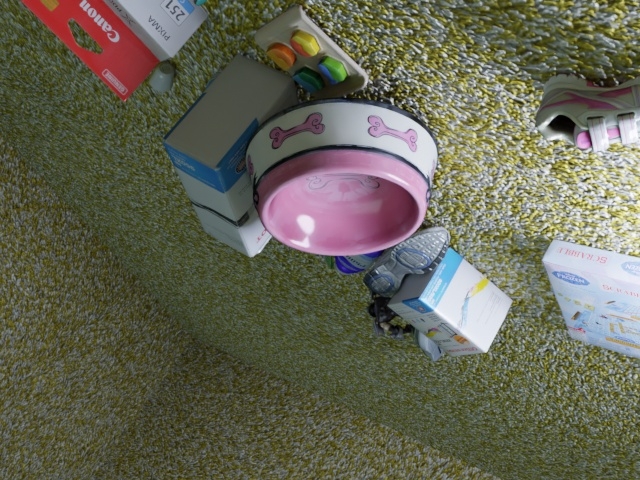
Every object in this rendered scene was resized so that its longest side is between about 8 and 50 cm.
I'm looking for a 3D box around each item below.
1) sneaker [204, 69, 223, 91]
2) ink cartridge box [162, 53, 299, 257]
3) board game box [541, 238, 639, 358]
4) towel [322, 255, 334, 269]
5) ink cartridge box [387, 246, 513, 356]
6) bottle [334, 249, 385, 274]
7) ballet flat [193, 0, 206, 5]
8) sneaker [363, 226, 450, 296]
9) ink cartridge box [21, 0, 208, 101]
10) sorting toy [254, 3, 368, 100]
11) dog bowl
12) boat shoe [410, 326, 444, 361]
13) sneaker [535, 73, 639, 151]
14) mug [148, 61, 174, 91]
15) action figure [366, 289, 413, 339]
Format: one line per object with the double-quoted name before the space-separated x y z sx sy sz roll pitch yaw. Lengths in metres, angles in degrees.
"sneaker" -0.254 -0.335 1.914 0.085 0.086 0.237 34 160 -3
"ink cartridge box" -0.176 -0.186 1.842 0.166 0.285 0.395 28 157 21
"board game box" 0.658 0.145 1.656 0.319 0.066 0.318 16 152 39
"towel" 0.000 0.000 2.247 0.152 0.023 0.113 58 169 21
"ink cartridge box" 0.332 0.161 2.008 0.233 0.168 0.171 38 157 -13
"bottle" 0.100 0.026 2.153 0.118 0.092 0.283 37 158 1
"ballet flat" -0.232 -0.514 1.586 0.041 0.041 0.114 41 157 -17
"sneaker" 0.220 0.030 1.984 0.111 0.129 0.297 41 139 -12
"ink cartridge box" -0.413 -0.480 1.599 0.296 0.261 0.066 46 156 -28
"sorting toy" -0.025 -0.366 1.591 0.208 0.038 0.193 43 157 -21
"dog bowl" 0.044 -0.109 1.626 0.408 0.150 0.408 0 149 0
"boat shoe" 0.314 0.286 2.379 0.094 0.109 0.302 26 160 24
"sneaker" 0.446 -0.183 1.211 0.252 0.111 0.103 12 149 43
"mug" -0.403 -0.422 1.980 0.078 0.062 0.064 31 151 -9
"action figure" 0.238 0.190 2.220 0.285 0.099 0.185 -9 97 43
